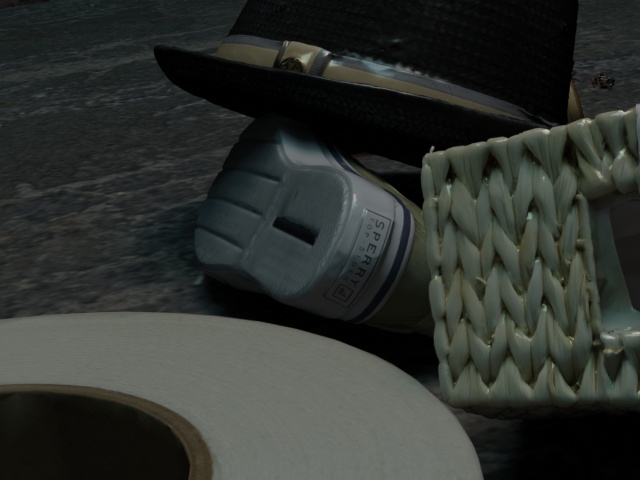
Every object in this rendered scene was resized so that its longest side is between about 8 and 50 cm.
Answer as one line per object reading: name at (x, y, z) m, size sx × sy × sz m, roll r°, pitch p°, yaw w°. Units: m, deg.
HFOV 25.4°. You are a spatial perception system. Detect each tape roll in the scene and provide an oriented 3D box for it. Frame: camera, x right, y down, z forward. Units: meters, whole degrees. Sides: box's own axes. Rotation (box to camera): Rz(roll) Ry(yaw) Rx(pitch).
tape roll at (-0.135, 0.122, 0.480) m, size 0.392 × 0.072 × 0.392 m, roll -6°, pitch 16°, yaw 2°

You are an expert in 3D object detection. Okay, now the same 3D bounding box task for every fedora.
fedora at (0.059, -0.135, 0.942) m, size 0.334 × 0.152 × 0.334 m, roll 17°, pitch 1°, yaw 0°

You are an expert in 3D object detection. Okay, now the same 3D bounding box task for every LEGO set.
LEGO set at (0.231, -0.145, 1.321) m, size 0.083 × 0.023 × 0.054 m, roll 9°, pitch 21°, yaw 6°

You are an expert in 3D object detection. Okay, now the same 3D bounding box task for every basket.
basket at (0.111, 0.019, 0.580) m, size 0.103 × 0.113 × 0.167 m, roll -8°, pitch -10°, yaw 19°

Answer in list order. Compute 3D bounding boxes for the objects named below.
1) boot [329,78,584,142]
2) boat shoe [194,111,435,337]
boot at (0.079, -0.122, 1.161) m, size 0.203 × 0.095 × 0.262 m, roll -25°, pitch 44°, yaw -9°
boat shoe at (0.000, 0.000, 0.823) m, size 0.094 × 0.109 × 0.302 m, roll 28°, pitch 4°, yaw -19°
